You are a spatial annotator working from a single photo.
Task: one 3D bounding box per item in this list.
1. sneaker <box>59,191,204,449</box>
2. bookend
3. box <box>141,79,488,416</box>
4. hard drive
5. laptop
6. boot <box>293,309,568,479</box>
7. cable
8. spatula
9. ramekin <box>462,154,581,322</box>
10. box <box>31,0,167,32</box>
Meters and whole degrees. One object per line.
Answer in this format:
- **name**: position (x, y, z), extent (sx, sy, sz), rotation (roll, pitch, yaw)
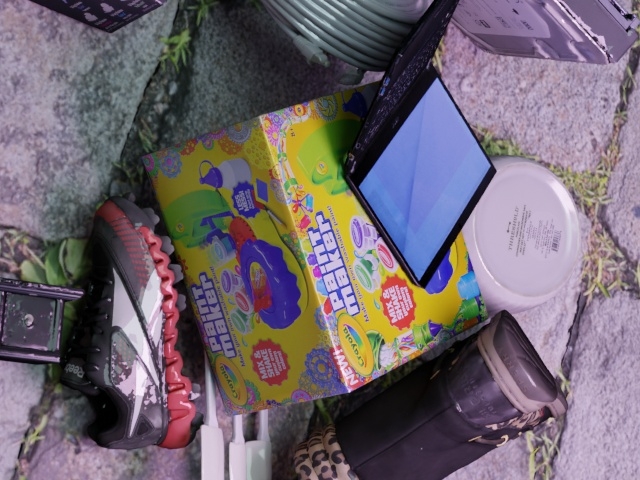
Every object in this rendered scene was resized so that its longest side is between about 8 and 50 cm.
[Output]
- **sneaker**: position (-0.209, 0.092, 1.695), extent (0.135, 0.097, 0.276), rotation (-12, 98, -29)
- **bookend**: position (-0.330, 0.117, 1.643), extent (0.156, 0.072, 0.157), rotation (11, 79, -30)
- **box**: position (0.000, 0.000, 1.755), extent (0.279, 0.177, 0.290), rotation (-23, 96, -50)
- **hard drive**: position (0.197, -0.302, 1.866), extent (0.237, 0.339, 0.064), rotation (43, 82, -21)
- **laptop**: position (0.134, -0.128, 1.707), extent (0.136, 0.264, 0.234), rotation (30, 45, 5)
- **boot**: position (0.128, 0.208, 1.844), extent (0.284, 0.377, 0.138), rotation (-34, 83, 5)
- **cable**: position (0.013, -0.297, 1.821), extent (0.257, 0.089, 0.257), rotation (47, 28, 8)
- **spatula**: position (-0.091, 0.172, 1.772), extent (0.168, 0.019, 0.242), rotation (24, 60, -60)
- **ramekin**: position (0.217, -0.007, 1.974), extent (0.207, 0.109, 0.207), rotation (5, 81, -31)
- **box**: position (-0.285, -0.346, 1.687), extent (0.270, 0.143, 0.165), rotation (20, 74, -28)
